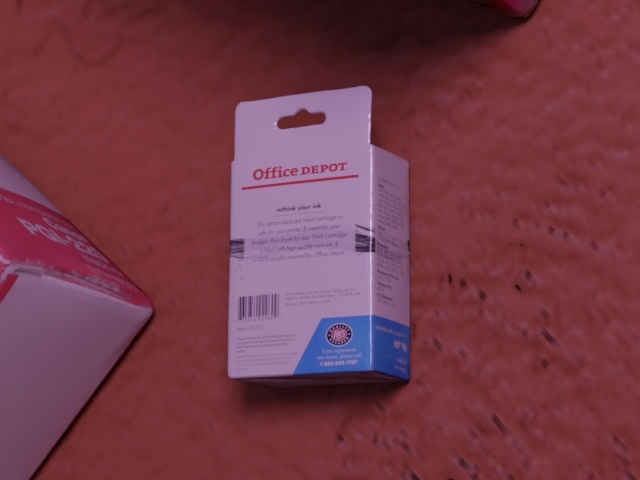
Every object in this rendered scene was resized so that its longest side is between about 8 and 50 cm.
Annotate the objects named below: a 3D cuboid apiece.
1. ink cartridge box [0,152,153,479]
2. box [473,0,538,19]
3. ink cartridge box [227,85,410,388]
[{"bbox_3d":[-0.185,0.011,0.618,0.218,0.092,0.158,41,99,26],"label":"ink cartridge box"},{"bbox_3d":[0.047,-0.209,0.520,0.122,0.128,0.257,30,94,29],"label":"box"},{"bbox_3d":[0.000,0.000,0.558,0.048,0.028,0.083,-5,78,27],"label":"ink cartridge box"}]
